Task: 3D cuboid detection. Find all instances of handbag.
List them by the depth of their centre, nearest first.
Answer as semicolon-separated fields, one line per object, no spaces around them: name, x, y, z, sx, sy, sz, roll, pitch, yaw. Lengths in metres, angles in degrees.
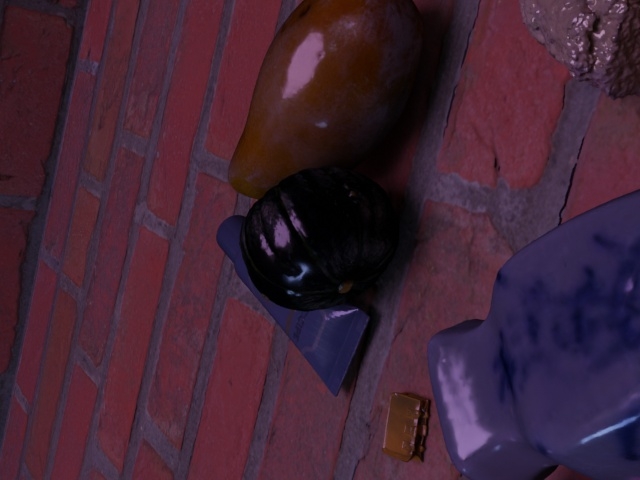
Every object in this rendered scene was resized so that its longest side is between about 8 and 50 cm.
handbag;0.111;0.241;1.180;0.061;0.027;0.083;9;90;57

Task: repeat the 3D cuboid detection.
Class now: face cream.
face cream;-0.052;0.075;1.418;0.385;0.086;0.135;43;119;46

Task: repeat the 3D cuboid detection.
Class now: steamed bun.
steamed bun;0.265;-0.279;0.931;0.225;0.170;0.200;56;133;48

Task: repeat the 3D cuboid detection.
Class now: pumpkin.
pumpkin;0.000;0.000;1.227;0.220;0.220;0.162;-48;60;40

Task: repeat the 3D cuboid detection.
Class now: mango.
mango;0.003;-0.195;1.258;0.199;0.221;0.384;44;117;8

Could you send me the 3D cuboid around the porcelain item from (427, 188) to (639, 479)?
porcelain item;0.285;0.083;0.813;0.405;0.178;0.242;-38;52;43
